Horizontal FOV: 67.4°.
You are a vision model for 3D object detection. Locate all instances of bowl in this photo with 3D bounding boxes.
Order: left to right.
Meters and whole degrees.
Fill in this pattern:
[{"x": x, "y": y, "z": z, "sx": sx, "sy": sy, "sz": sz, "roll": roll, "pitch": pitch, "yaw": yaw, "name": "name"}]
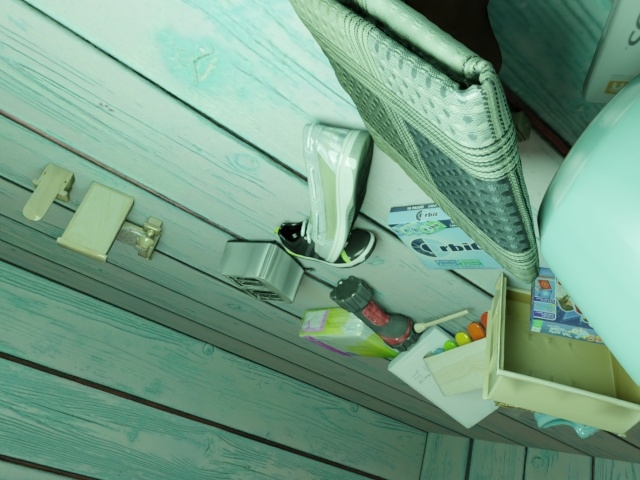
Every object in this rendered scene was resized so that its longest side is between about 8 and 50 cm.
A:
[{"x": 0.322, "y": -0.039, "z": 0.434, "sx": 0.163, "sy": 0.311, "sz": 0.311, "roll": 41, "pitch": 168, "yaw": 30, "name": "bowl"}]

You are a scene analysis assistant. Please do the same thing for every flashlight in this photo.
[{"x": 0.159, "y": 0.201, "z": 1.317, "sx": 0.103, "sy": 0.103, "sz": 0.304, "roll": 17, "pitch": 158, "yaw": 48, "name": "flashlight"}]

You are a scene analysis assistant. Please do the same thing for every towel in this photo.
[{"x": 0.103, "y": -0.128, "z": 0.505, "sx": 0.312, "sy": 0.056, "sz": 0.324, "roll": 45, "pitch": -173, "yaw": -50, "name": "towel"}]

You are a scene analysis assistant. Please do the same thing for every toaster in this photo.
[{"x": -0.142, "y": 0.079, "z": 1.236, "sx": 0.186, "sy": 0.110, "sz": 0.168, "roll": 1, "pitch": 152, "yaw": 31, "name": "toaster"}]

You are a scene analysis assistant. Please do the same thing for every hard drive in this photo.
[{"x": 0.393, "y": 0.410, "z": 1.437, "sx": 0.319, "sy": 0.040, "sz": 0.210, "roll": 37, "pitch": 116, "yaw": -7, "name": "hard drive"}]

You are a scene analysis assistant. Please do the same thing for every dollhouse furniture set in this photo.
[{"x": -0.611, "y": -0.005, "z": 1.297, "sx": 0.303, "sy": 0.173, "sz": 0.355, "roll": 25, "pitch": 154, "yaw": -14, "name": "dollhouse furniture set"}]

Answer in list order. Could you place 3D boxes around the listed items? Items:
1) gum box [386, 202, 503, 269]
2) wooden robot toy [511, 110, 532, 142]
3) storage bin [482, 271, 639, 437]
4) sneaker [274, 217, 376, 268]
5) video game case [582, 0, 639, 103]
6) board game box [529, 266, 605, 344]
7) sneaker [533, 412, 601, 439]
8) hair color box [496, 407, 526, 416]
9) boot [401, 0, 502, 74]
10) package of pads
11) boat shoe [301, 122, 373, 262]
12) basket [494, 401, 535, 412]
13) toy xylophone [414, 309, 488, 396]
[{"x": 0.237, "y": -0.004, "z": 0.895, "sx": 0.157, "sy": 0.041, "sz": 0.184, "roll": -3, "pitch": 147, "yaw": 38, "name": "gum box"}, {"x": 0.189, "y": -0.116, "z": 0.648, "sx": 0.173, "sy": 0.079, "sz": 0.076, "roll": 0, "pitch": 150, "yaw": 34, "name": "wooden robot toy"}, {"x": 0.469, "y": 0.207, "z": 0.935, "sx": 0.263, "sy": 0.260, "sz": 0.123, "roll": 12, "pitch": 137, "yaw": 11, "name": "storage bin"}, {"x": 0.000, "y": 0.000, "z": 1.009, "sx": 0.235, "sy": 0.084, "sz": 0.097, "roll": 0, "pitch": 149, "yaw": 34, "name": "sneaker"}, {"x": 0.416, "y": -0.207, "z": 0.359, "sx": 0.329, "sy": 0.036, "sz": 0.300, "roll": 9, "pitch": 154, "yaw": 17, "name": "video game case"}, {"x": 0.492, "y": 0.121, "z": 0.873, "sx": 0.201, "sy": 0.136, "sz": 0.035, "roll": 10, "pitch": 136, "yaw": 18, "name": "board game box"}, {"x": 0.852, "y": 0.543, "z": 1.486, "sx": 0.366, "sy": 0.150, "sz": 0.135, "roll": -13, "pitch": 144, "yaw": 38, "name": "sneaker"}, {"x": 0.608, "y": 0.492, "z": 1.609, "sx": 0.185, "sy": 0.110, "sz": 0.338, "roll": 11, "pitch": 156, "yaw": 16, "name": "hair color box"}, {"x": 0.182, "y": -0.252, "z": 0.367, "sx": 0.281, "sy": 0.096, "sz": 0.264, "roll": -4, "pitch": 136, "yaw": 43, "name": "boot"}, {"x": 0.099, "y": 0.297, "z": 1.544, "sx": 0.229, "sy": 0.101, "sz": 0.297, "roll": 33, "pitch": 150, "yaw": -33, "name": "package of pads"}, {"x": 0.016, "y": -0.072, "z": 0.823, "sx": 0.103, "sy": 0.118, "sz": 0.320, "roll": 20, "pitch": 152, "yaw": 9, "name": "boat shoe"}, {"x": 0.620, "y": 0.319, "z": 1.257, "sx": 0.299, "sy": 0.222, "sz": 0.214, "roll": -4, "pitch": -179, "yaw": 38, "name": "basket"}, {"x": 0.383, "y": 0.289, "z": 1.247, "sx": 0.323, "sy": 0.081, "sz": 0.236, "roll": -26, "pitch": 86, "yaw": 49, "name": "toy xylophone"}]
